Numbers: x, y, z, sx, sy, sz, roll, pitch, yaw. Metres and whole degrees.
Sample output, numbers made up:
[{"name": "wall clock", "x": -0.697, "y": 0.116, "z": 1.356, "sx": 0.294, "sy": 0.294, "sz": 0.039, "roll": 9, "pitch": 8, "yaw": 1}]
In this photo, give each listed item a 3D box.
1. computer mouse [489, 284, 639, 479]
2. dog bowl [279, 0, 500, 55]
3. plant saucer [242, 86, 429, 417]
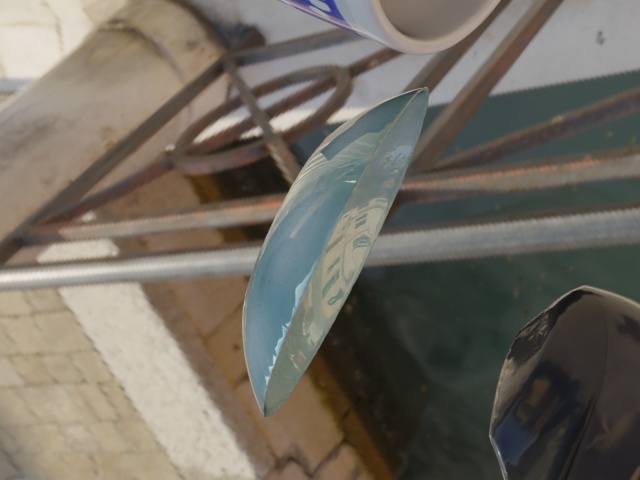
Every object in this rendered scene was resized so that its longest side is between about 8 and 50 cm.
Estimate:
[{"name": "computer mouse", "x": 0.076, "y": 0.096, "z": 0.308, "sx": 0.071, "sy": 0.242, "sz": 0.041, "roll": 41, "pitch": 129, "yaw": -20}, {"name": "dog bowl", "x": 0.060, "y": -0.259, "z": 0.759, "sx": 0.104, "sy": 0.265, "sz": 0.264, "roll": 25, "pitch": 136, "yaw": 27}, {"name": "plant saucer", "x": 0.000, "y": 0.000, "z": 0.638, "sx": 0.037, "sy": 0.195, "sz": 0.195, "roll": 25, "pitch": 136, "yaw": 8}]
